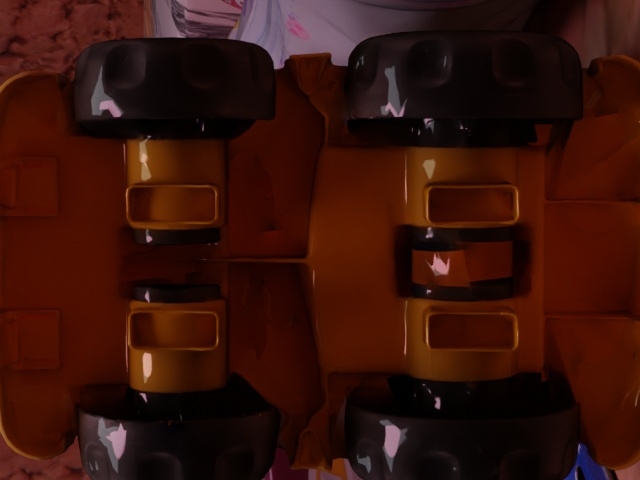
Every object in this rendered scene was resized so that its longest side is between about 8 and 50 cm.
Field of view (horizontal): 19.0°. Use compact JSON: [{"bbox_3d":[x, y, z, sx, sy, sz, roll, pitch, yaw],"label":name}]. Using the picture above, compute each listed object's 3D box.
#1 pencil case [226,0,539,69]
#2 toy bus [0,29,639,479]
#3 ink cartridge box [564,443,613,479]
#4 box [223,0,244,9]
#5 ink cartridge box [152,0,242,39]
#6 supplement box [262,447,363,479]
[{"bbox_3d":[0.020,-0.102,0.780,0.273,0.124,0.113,119,145,-74],"label":"pencil case"},{"bbox_3d":[0.000,0.000,0.693,0.211,0.220,0.149,-113,23,-84],"label":"toy bus"},{"bbox_3d":[0.073,0.211,0.811,0.165,0.065,0.332,-104,13,-49],"label":"ink cartridge box"},{"bbox_3d":[-0.035,-0.238,0.842,0.154,0.142,0.300,-62,-1,-17],"label":"box"},{"bbox_3d":[-0.047,-0.176,1.221,0.198,0.115,0.273,-106,14,-51],"label":"ink cartridge box"},{"bbox_3d":[0.016,0.080,0.975,0.081,0.104,0.188,-156,62,-80],"label":"supplement box"}]
